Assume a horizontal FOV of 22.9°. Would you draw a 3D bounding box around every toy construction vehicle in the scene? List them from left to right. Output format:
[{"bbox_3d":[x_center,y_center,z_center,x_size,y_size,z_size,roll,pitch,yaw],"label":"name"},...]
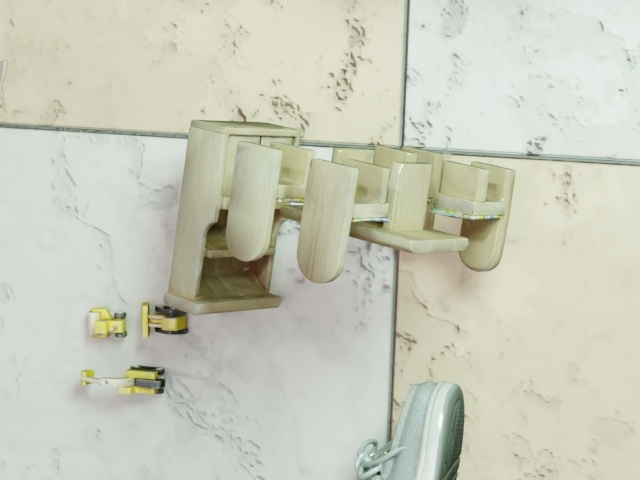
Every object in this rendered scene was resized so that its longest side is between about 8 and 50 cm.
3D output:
[{"bbox_3d":[-0.173,0.100,1.451,0.098,0.035,0.086,6,100,14],"label":"toy construction vehicle"}]

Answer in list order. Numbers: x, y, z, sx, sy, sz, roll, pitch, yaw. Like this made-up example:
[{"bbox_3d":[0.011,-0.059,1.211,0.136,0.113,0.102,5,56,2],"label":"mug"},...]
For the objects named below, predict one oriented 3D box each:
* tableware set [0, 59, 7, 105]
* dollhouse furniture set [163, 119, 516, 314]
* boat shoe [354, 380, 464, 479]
[{"bbox_3d":[-0.354,-0.111,1.474,0.104,0.024,0.154,18,103,12],"label":"tableware set"},{"bbox_3d":[0.000,0.000,1.305,0.242,0.212,0.161,16,102,39],"label":"dollhouse furniture set"},{"bbox_3d":[0.043,0.262,1.379,0.103,0.118,0.320,21,111,11],"label":"boat shoe"}]
